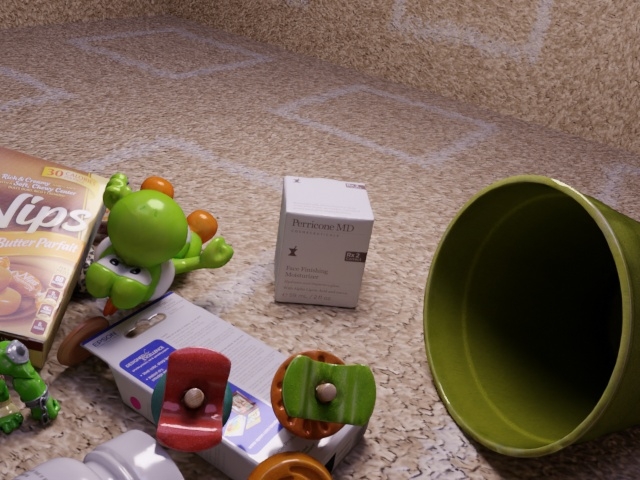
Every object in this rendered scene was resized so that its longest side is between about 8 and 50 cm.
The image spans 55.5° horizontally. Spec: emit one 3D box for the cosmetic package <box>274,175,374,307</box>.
[{"bbox_3d":[0.000,0.000,1.090,0.151,0.183,0.151,5,30,-7],"label":"cosmetic package"}]

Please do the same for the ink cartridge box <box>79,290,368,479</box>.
[{"bbox_3d":[-0.132,0.201,0.824,0.371,0.069,0.176,27,35,24],"label":"ink cartridge box"}]

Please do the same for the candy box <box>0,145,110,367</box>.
[{"bbox_3d":[-0.449,0.014,0.904,0.183,0.087,0.316,17,48,-15],"label":"candy box"}]

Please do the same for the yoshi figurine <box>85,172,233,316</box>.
[{"bbox_3d":[-0.253,-0.018,0.964,0.204,0.203,0.362,-9,17,2],"label":"yoshi figurine"}]

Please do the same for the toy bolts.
[{"bbox_3d":[-0.078,0.216,0.675,0.229,0.158,0.218,14,70,-9],"label":"toy bolts"}]

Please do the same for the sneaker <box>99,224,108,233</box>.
[{"bbox_3d":[-0.344,-0.045,1.195,0.171,0.063,0.074,5,35,3],"label":"sneaker"}]

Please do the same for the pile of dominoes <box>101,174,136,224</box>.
[{"bbox_3d":[-0.478,-0.069,1.162,0.251,0.040,0.196,-19,33,-17],"label":"pile of dominoes"}]

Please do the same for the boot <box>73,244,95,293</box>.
[{"bbox_3d":[-0.482,0.020,1.016,0.179,0.085,0.236,-10,46,-32],"label":"boot"}]

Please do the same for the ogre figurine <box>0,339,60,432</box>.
[{"bbox_3d":[-0.430,0.164,0.750,0.197,0.118,0.097,18,31,17],"label":"ogre figurine"}]

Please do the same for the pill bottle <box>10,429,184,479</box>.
[{"bbox_3d":[-0.259,0.293,0.527,0.160,0.160,0.283,30,35,32],"label":"pill bottle"}]

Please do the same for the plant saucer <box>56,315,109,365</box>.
[{"bbox_3d":[-0.330,0.143,0.853,0.013,0.083,0.083,36,37,15],"label":"plant saucer"}]

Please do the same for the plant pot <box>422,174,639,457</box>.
[{"bbox_3d":[0.401,0.114,0.882,0.353,0.366,0.366,7,27,-26],"label":"plant pot"}]
